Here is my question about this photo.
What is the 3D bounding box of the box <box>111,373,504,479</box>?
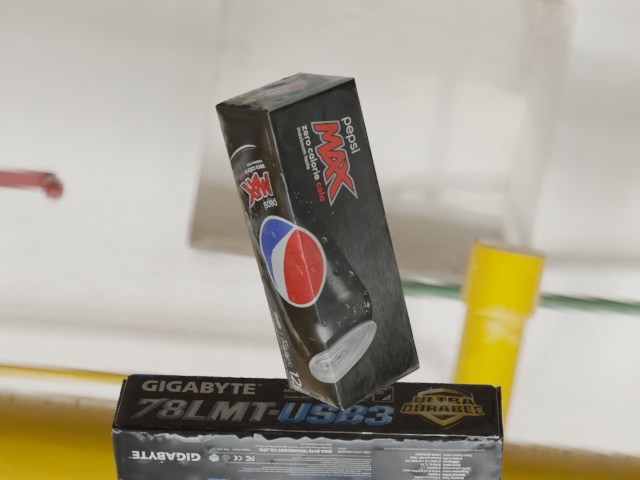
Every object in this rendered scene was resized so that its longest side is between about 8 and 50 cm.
[{"bbox_3d":[-0.007,0.243,1.135,0.295,0.293,0.073,0,-146,3],"label":"box"}]

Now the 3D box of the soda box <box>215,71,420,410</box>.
[{"bbox_3d":[0.000,0.000,0.749,0.060,0.169,0.053,-25,-159,-29],"label":"soda box"}]
